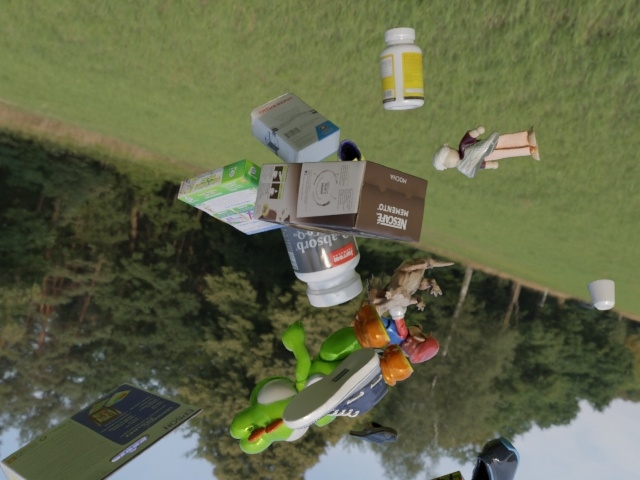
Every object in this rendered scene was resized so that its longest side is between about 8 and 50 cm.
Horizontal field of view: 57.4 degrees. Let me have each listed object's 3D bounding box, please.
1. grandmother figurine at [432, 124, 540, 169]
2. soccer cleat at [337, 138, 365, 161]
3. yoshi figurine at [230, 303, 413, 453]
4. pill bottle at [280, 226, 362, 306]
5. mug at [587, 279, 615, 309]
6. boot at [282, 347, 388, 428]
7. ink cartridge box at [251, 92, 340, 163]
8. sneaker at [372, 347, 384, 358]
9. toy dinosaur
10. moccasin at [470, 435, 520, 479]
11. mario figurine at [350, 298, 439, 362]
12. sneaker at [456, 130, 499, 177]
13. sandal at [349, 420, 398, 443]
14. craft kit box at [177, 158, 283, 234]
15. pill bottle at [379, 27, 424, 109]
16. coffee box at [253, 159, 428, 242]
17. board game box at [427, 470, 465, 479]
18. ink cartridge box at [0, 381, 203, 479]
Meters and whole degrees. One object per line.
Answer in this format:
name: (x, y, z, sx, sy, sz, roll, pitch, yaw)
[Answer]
grandmother figurine: (0.541, -0.301, 1.953, 0.342, 0.104, 0.207, -9, 132, 25)
soccer cleat: (0.127, -0.205, 1.905, 0.093, 0.289, 0.121, -24, 153, 0)
yoshi figurine: (-0.013, 0.278, 1.157, 0.203, 0.362, 0.203, 59, -178, 33)
pill bottle: (0.000, 0.000, 1.768, 0.210, 0.362, 0.210, -16, -167, 4)
mug: (0.713, 0.139, 1.462, 0.078, 0.064, 0.062, 7, 152, -7)
boot: (0.032, 0.259, 0.937, 0.190, 0.086, 0.069, -32, -157, -24)
ink cartridge box: (-0.065, -0.277, 1.488, 0.191, 0.140, 0.082, 41, 150, 27)
sneaker: (0.134, 0.440, 1.935, 0.272, 0.100, 0.108, -16, -121, -45)
toy dinosaur: (0.247, 0.123, 1.752, 0.127, 0.296, 0.200, 52, 169, -19)
moccasin: (0.428, 0.661, 1.552, 0.117, 0.342, 0.138, -14, -154, -27)
mario figurine: (0.277, 0.311, 2.082, 0.321, 0.170, 0.198, 28, 176, -1)
sneaker: (0.425, -0.243, 1.580, 0.061, 0.152, 0.053, 36, 172, 32)
sandal: (0.167, 0.583, 1.797, 0.090, 0.060, 0.219, 24, 150, -14)
craft kit box: (-0.183, -0.100, 1.465, 0.250, 0.061, 0.247, -11, 154, 40)
pill bottle: (0.199, -0.419, 1.436, 0.103, 0.184, 0.103, -3, -174, 0)
coffee box: (0.030, -0.073, 1.099, 0.168, 0.118, 0.297, 12, 177, -40)
board game box: (0.197, 0.494, 1.041, 0.141, 0.170, 0.048, 59, -164, -24)
ink cartridge box: (-0.436, 0.417, 1.186, 0.307, 0.072, 0.304, 4, -157, 42)
